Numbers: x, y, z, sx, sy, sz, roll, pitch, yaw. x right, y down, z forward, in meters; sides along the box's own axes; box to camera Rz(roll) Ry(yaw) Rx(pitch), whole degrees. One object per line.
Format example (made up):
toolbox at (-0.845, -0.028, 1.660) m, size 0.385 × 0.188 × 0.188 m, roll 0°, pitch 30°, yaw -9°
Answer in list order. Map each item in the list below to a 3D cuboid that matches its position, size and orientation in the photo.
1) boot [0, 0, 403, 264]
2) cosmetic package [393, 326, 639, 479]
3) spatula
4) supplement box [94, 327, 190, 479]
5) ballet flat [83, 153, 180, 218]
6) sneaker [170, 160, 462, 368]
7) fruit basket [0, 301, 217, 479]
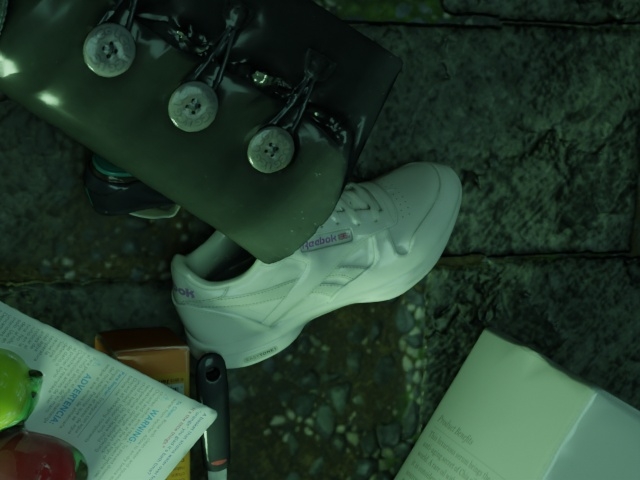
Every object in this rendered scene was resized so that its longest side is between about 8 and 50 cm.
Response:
boot at (-0.194, -0.094, 1.048) m, size 0.445 × 0.146 × 0.367 m, roll 27°, pitch 105°, yaw -38°
cosmetic package at (0.154, 0.336, 1.327) m, size 0.161 × 0.230 × 0.453 m, roll 31°, pitch 90°, yaw -23°
spatula at (-0.101, 0.231, 1.294) m, size 0.084 × 0.030 × 0.296 m, roll -10°, pitch 124°, yaw -19°
supplement box at (-0.168, 0.205, 1.266) m, size 0.080 × 0.078 × 0.233 m, roll -2°, pitch 102°, yaw -22°
ballet flat at (-0.122, -0.055, 1.243) m, size 0.203 × 0.074 × 0.074 m, roll -7°, pitch 103°, yaw -25°
sneaker at (0.000, 0.000, 1.246) m, size 0.305 × 0.114 × 0.152 m, roll -31°, pitch 134°, yaw -13°
fruit basket at (-0.318, 0.192, 1.145) m, size 0.353 × 0.165 × 0.327 m, roll 30°, pitch 102°, yaw -37°
